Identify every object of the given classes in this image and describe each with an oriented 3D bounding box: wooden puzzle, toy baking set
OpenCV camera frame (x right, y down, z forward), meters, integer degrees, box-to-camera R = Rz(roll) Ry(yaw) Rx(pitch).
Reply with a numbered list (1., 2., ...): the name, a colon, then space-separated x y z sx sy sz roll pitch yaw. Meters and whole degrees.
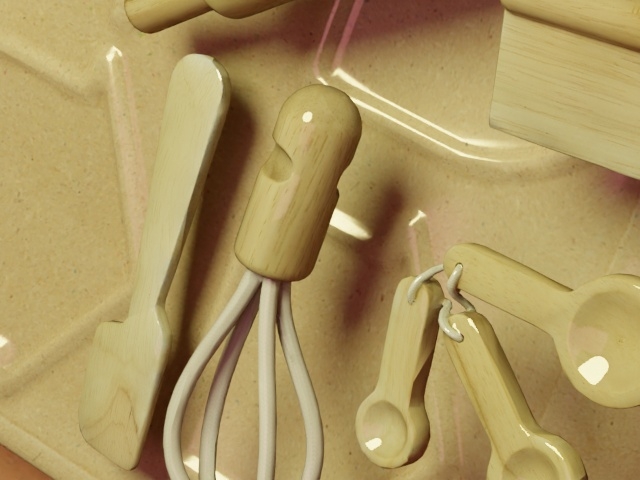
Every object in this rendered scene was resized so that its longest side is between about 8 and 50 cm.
1. wooden puzzle: -0.009 -0.046 0.638 0.348 0.080 0.322 28 111 18
2. toy baking set: 0.000 -0.007 0.553 0.256 0.030 0.197 -9 87 40
